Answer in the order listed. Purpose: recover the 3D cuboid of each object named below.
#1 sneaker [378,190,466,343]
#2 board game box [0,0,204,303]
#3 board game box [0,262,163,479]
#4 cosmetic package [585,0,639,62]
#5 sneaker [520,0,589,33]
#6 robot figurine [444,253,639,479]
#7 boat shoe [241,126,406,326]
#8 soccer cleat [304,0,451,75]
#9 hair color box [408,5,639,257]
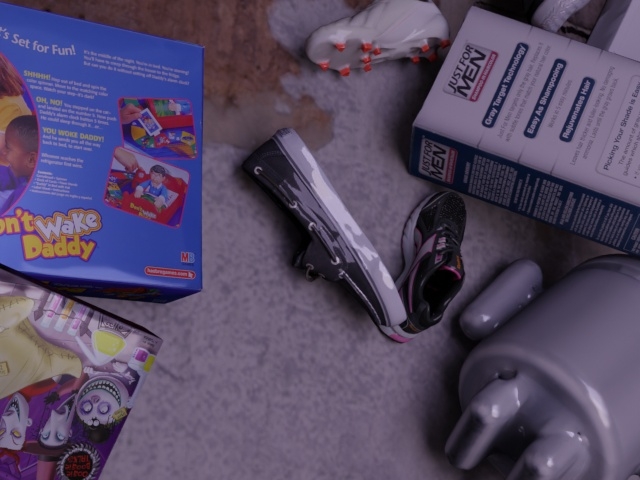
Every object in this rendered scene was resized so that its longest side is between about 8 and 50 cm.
[{"bbox_3d":[0.127,0.026,1.221,0.072,0.077,0.178,31,63,-25],"label":"sneaker"},{"bbox_3d":[-0.269,-0.079,0.978,0.347,0.078,0.233,8,75,-32],"label":"board game box"},{"bbox_3d":[-0.309,0.102,0.870,0.347,0.056,0.208,28,88,-32],"label":"board game box"},{"bbox_3d":[0.406,-0.259,1.487,0.099,0.060,0.239,40,60,-19],"label":"cosmetic package"},{"bbox_3d":[0.241,-0.324,1.334,0.153,0.101,0.268,44,24,-5],"label":"sneaker"},{"bbox_3d":[0.287,0.142,1.225,0.353,0.200,0.300,-32,68,-34],"label":"robot figurine"},{"bbox_3d":[0.000,0.000,1.147,0.076,0.080,0.228,-33,102,-6],"label":"boat shoe"},{"bbox_3d":[0.056,-0.227,1.248,0.196,0.068,0.076,-12,70,-37],"label":"soccer cleat"},{"bbox_3d":[0.286,-0.104,1.229,0.347,0.105,0.174,22,65,11],"label":"hair color box"}]
